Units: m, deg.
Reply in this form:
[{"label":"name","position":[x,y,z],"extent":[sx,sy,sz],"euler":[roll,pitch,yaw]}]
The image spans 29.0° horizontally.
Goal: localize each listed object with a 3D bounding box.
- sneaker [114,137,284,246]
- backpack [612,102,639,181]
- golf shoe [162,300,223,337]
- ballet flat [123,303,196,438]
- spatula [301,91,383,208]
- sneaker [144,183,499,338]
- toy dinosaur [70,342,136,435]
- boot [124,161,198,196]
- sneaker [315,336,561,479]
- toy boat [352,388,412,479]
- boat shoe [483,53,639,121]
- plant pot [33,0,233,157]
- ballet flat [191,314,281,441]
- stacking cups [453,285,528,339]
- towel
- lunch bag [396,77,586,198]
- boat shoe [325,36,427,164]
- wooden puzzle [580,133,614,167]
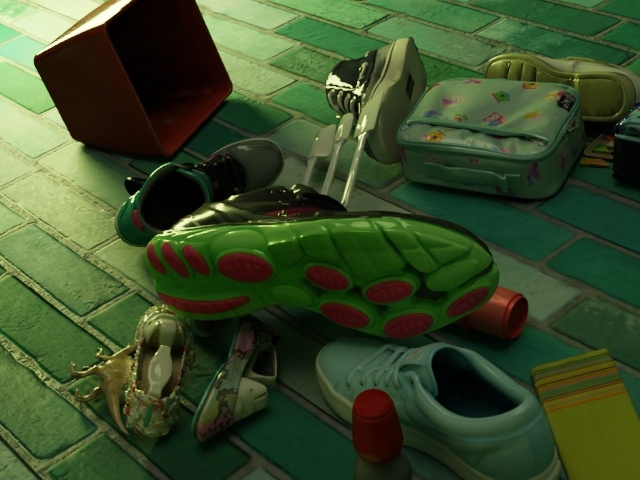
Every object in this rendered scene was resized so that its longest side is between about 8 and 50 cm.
[{"label":"sneaker","position":[-0.175,-0.082,1.909],"extent":[0.295,0.124,0.178],"euler":[-29,6,-14]},{"label":"backpack","position":[0.539,-0.156,1.854],"extent":[0.158,0.117,0.173],"euler":[19,41,38]},{"label":"golf shoe","position":[-0.189,0.079,1.793],"extent":[0.086,0.067,0.186],"euler":[-48,39,23]},{"label":"ballet flat","position":[-0.206,0.155,1.634],"extent":[0.091,0.077,0.241],"euler":[10,39,-10]},{"label":"spatula","position":[0.020,-0.117,1.959],"extent":[0.168,0.019,0.242],"euler":[-22,39,40]},{"label":"sneaker","position":[0.000,0.000,1.597],"extent":[0.483,0.185,0.202],"euler":[5,40,26]},{"label":"toy dinosaur","position":[-0.286,0.186,1.658],"extent":[0.093,0.053,0.183],"euler":[-7,33,5]},{"label":"boot","position":[-0.257,-0.099,2.092],"extent":[0.121,0.045,0.099],"euler":[19,46,29]},{"label":"sneaker","position":[0.130,0.164,1.464],"extent":[0.366,0.150,0.135],"euler":[21,44,40]},{"label":"toy boat","position":[0.093,0.306,1.287],"extent":[0.267,0.148,0.318],"euler":[-12,39,-5]},{"label":"boat shoe","position":[0.411,-0.251,2.062],"extent":[0.103,0.113,0.302],"euler":[-12,23,-41]},{"label":"plant pot","position":[-0.362,-0.316,2.280],"extent":[0.236,0.267,0.267],"euler":[-5,31,32]},{"label":"ballet flat","position":[-0.098,0.178,1.600],"extent":[0.079,0.077,0.221],"euler":[15,37,6]},{"label":"stacking cups","position":[0.127,0.065,1.680],"extent":[0.316,0.096,0.096],"euler":[20,44,36]},{"label":"towel","position":[0.320,0.217,1.446],"extent":[0.102,0.021,0.237],"euler":[-16,33,5]},{"label":"lunch bag","position":[0.273,-0.164,1.958],"extent":[0.279,0.108,0.224],"euler":[8,38,28]},{"label":"boat shoe","position":[0.080,-0.224,2.127],"extent":[0.158,0.127,0.340],"euler":[-14,28,23]},{"label":"wooden puzzle","position":[0.463,-0.148,1.957],"extent":[0.078,0.014,0.116],"euler":[12,39,32]}]
